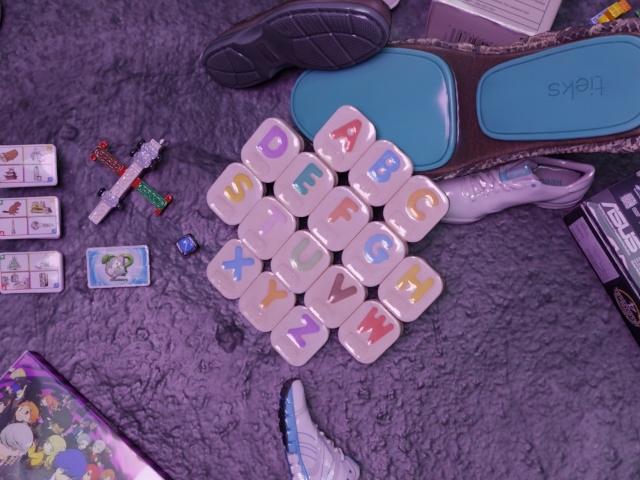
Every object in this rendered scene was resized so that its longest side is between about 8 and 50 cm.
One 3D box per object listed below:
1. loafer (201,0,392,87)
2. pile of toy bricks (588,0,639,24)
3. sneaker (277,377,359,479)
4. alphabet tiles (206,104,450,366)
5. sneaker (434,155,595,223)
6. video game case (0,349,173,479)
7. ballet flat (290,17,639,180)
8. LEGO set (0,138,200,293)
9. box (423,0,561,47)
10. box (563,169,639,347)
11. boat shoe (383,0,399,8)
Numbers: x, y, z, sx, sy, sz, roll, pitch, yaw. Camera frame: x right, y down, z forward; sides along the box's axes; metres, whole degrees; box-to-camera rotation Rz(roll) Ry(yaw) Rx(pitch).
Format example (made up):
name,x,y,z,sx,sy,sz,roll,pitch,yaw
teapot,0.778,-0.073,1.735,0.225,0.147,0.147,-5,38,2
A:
name,x,y,z,sx,sy,sz,roll,pitch,yaw
loafer,-0.030,-0.252,0.955,0.267,0.096,0.084,-4,53,38
pile of toy bricks,0.438,-0.316,1.007,0.212,0.105,0.118,-34,80,-6
sneaker,0.000,0.248,0.927,0.082,0.071,0.191,-11,87,-8
alphabet tiles,0.000,0.000,0.935,0.284,0.021,0.278,45,108,9
sneaker,0.219,-0.071,0.968,0.212,0.094,0.080,-8,80,0
video game case,-0.324,0.280,0.932,0.232,0.042,0.210,41,81,8
ballet flat,0.191,-0.150,0.916,0.482,0.182,0.164,3,95,41
LEGO set,-0.272,-0.031,1.004,0.244,0.060,0.183,-3,91,2
box,0.255,-0.379,1.014,0.148,0.121,0.311,24,80,6
box,0.522,0.060,0.937,0.318,0.097,0.395,-29,79,-3
boat shoe,0.039,-0.303,1.045,0.125,0.038,0.046,-22,121,2
